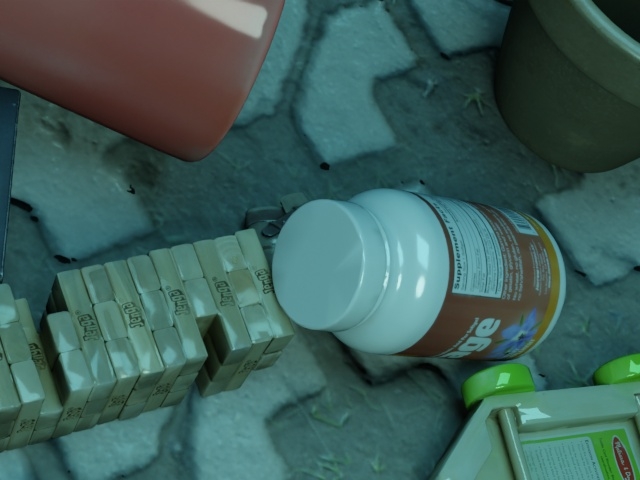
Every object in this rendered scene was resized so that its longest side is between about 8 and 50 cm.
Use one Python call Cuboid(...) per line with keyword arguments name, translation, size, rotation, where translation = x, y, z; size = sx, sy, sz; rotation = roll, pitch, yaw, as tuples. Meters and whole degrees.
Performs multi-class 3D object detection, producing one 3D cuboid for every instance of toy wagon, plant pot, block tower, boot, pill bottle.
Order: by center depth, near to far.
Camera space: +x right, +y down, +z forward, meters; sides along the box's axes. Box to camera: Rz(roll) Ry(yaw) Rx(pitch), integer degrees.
Cuboid(name="block tower", translation=(-0.192, 0.083, 1.069), size=(0.335, 0.091, 0.097), rotation=(-12, 66, -25))
Cuboid(name="plant pot", translation=(-0.170, -0.216, 1.124), size=(0.243, 0.275, 0.275), rotation=(15, 57, -20))
Cuboid(name="pill bottle", translation=(0.072, 0.026, 1.142), size=(0.216, 0.121, 0.121), rotation=(7, 57, -44))
Cuboid(name="toy wagon", translation=(0.251, 0.219, 1.175), size=(0.344, 0.068, 0.267), rotation=(-3, 63, -23))
Cuboid(name="boot", translation=(0.000, 0.000, 1.221), size=(0.118, 0.042, 0.087), rotation=(-8, 57, -32))
Cuboid(name="plant pot", translation=(0.254, -0.174, 1.300), size=(0.263, 0.229, 0.263), rotation=(10, 59, -16))

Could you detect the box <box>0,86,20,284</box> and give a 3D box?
Cuboid(name="box", translation=(-0.300, -0.032, 1.092), size=(0.158, 0.093, 0.156), rotation=(8, 60, -16))
